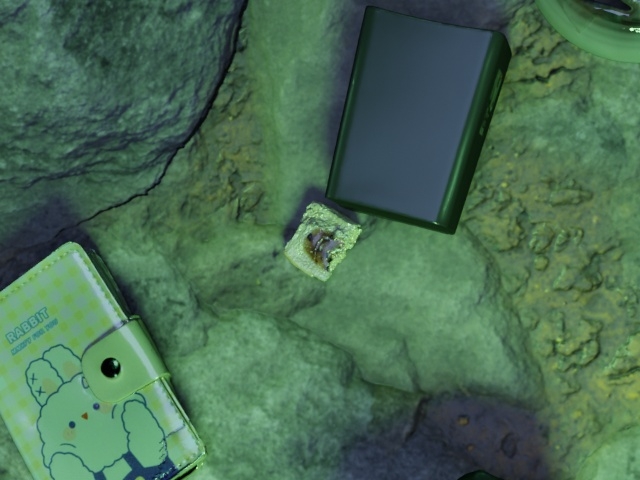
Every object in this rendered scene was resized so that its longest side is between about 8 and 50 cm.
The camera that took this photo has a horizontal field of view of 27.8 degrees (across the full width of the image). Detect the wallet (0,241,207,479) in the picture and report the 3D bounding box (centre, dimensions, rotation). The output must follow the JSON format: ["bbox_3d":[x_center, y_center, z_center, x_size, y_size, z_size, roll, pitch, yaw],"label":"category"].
[{"bbox_3d":[-0.286,0.182,1.541,0.223,0.077,0.309,-33,78,8],"label":"wallet"}]

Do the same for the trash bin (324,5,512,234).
[{"bbox_3d":[0.109,-0.136,1.488,0.165,0.115,0.226,15,86,14],"label":"trash bin"}]

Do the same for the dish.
[{"bbox_3d":[0.364,-0.349,1.457,0.273,0.134,0.273,-2,81,13],"label":"dish"}]

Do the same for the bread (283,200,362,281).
[{"bbox_3d":[0.000,0.000,1.529,0.070,0.035,0.083,35,93,16],"label":"bread"}]

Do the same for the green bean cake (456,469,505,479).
[{"bbox_3d":[0.149,0.435,1.327,0.169,0.300,0.308,19,44,27],"label":"green bean cake"}]
